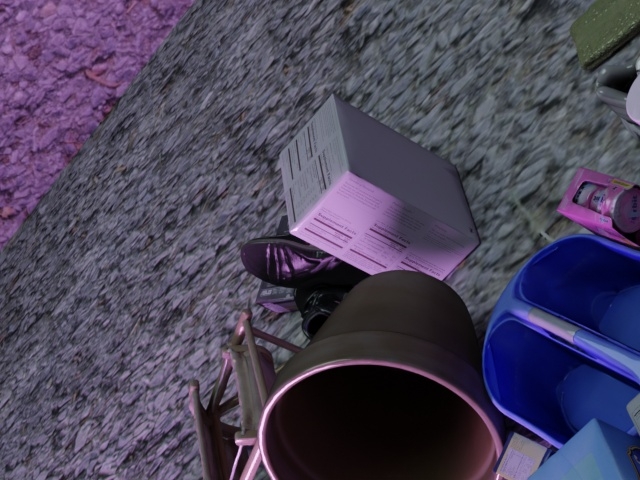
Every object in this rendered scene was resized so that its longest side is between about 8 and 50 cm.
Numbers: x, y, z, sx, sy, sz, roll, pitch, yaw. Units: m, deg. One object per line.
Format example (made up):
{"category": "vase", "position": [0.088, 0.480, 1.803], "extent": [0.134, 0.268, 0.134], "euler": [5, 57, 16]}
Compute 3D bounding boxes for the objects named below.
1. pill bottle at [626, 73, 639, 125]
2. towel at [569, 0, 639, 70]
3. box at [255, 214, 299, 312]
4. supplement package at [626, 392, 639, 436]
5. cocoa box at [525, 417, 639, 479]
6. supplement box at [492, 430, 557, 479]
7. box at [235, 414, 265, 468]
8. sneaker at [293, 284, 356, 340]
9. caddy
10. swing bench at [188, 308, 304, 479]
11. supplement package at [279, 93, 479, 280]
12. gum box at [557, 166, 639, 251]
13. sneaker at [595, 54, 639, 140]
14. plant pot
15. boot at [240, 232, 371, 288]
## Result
{"category": "pill bottle", "position": [0.452, -0.134, 1.446], "extent": [0.112, 0.186, 0.112], "euler": [-40, 34, 36]}
{"category": "towel", "position": [0.433, -0.325, 1.818], "extent": [0.148, 0.027, 0.110], "euler": [-41, 36, 33]}
{"category": "box", "position": [-0.014, 0.032, 2.226], "extent": [0.231, 0.056, 0.183], "euler": [-12, 55, 54]}
{"category": "supplement package", "position": [0.434, 0.215, 1.162], "extent": [0.149, 0.194, 0.203], "euler": [-50, 30, 24]}
{"category": "cocoa box", "position": [0.266, 0.394, 1.225], "extent": [0.347, 0.228, 0.231], "euler": [-49, 31, 24]}
{"category": "supplement box", "position": [0.272, 0.281, 1.496], "extent": [0.083, 0.083, 0.056], "euler": [18, 81, 61]}
{"category": "box", "position": [-0.065, 0.310, 2.081], "extent": [0.233, 0.044, 0.159], "euler": [3, 69, 60]}
{"category": "sneaker", "position": [0.017, 0.119, 1.973], "extent": [0.107, 0.124, 0.283], "euler": [-60, 39, 9]}
{"category": "caddy", "position": [0.326, 0.128, 1.439], "extent": [0.241, 0.179, 0.341], "euler": [-62, 27, 0]}
{"category": "swing bench", "position": [-0.106, 0.297, 1.938], "extent": [0.255, 0.165, 0.253], "euler": [-50, 32, 23]}
{"category": "supplement package", "position": [0.088, -0.067, 1.920], "extent": [0.145, 0.261, 0.204], "euler": [-46, 32, 27]}
{"category": "gum box", "position": [0.381, -0.016, 1.460], "extent": [0.062, 0.188, 0.107], "euler": [-62, 27, 0]}
{"category": "sneaker", "position": [0.474, -0.207, 1.552], "extent": [0.292, 0.118, 0.110], "euler": [-19, 48, 51]}
{"category": "plant pot", "position": [0.100, 0.197, 1.677], "extent": [0.323, 0.323, 0.280], "euler": [-43, 16, 33]}
{"category": "boot", "position": [0.001, 0.002, 2.057], "extent": [0.236, 0.085, 0.179], "euler": [2, 29, 15]}
